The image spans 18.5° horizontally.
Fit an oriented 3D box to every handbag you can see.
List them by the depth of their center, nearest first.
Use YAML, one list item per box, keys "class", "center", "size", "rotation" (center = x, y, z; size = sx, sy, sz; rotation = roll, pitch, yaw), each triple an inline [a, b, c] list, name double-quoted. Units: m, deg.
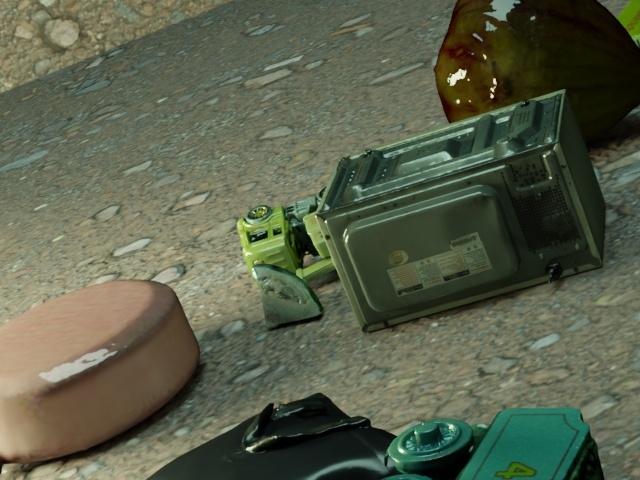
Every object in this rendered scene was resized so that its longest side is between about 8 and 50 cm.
- class: "handbag"
  center: [-0.039, 0.192, 1.528]
  size: [0.211, 0.088, 0.254]
  rotation: [-29, 15, -14]

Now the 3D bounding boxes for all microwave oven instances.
- class: "microwave oven"
  center: [0.136, -0.031, 1.876]
  size: [0.241, 0.145, 0.194]
  rotation: [-16, 16, 16]

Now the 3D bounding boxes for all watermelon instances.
- class: "watermelon"
  center: [-0.043, 0.059, 1.969]
  size: [0.061, 0.085, 0.085]
  rotation: [-61, 27, -7]

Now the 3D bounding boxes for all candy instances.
- class: "candy"
  center: [-0.245, 0.130, 1.930]
  size: [0.255, 0.094, 0.255]
  rotation: [-19, 18, 7]

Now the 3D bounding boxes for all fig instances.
- class: "fig"
  center: [0.288, -0.167, 2.106]
  size: [0.321, 0.217, 0.217]
  rotation: [16, 32, 17]

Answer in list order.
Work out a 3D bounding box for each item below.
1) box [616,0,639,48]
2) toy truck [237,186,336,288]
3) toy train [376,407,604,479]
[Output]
- class: "box"
  center: [0.507, -0.279, 2.316]
  size: [0.335, 0.047, 0.187]
  rotation: [-10, 21, 31]
- class: "toy truck"
  center: [0.000, 0.000, 2.058]
  size: [0.169, 0.077, 0.100]
  rotation: [-16, 32, 7]
- class: "toy train"
  center: [0.111, 0.190, 1.333]
  size: [0.154, 0.107, 0.198]
  rotation: [-4, 24, 26]
